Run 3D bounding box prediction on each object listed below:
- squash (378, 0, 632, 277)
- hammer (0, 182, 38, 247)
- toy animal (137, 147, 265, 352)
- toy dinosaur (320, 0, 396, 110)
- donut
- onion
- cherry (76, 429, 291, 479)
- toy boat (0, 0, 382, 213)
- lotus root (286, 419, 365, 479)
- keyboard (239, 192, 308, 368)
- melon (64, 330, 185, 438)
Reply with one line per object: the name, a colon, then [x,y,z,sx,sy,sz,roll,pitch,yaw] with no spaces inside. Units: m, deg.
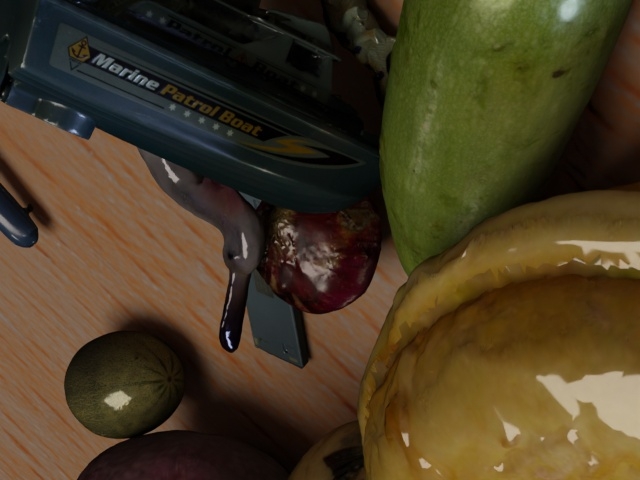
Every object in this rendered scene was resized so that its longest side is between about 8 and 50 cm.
squash: [0.091,-0.073,0.860,0.118,0.118,0.370,34,144,15]
hammer: [-0.321,-0.068,1.293,0.194,0.069,0.116,49,141,-11]
toy animal: [-0.109,-0.103,1.026,0.324,0.090,0.195,51,136,18]
toy dinosaur: [0.024,-0.143,0.922,0.058,0.037,0.180,-12,115,43]
donut: [0.227,0.154,0.849,0.449,0.198,0.448,19,135,20]
onion: [0.000,0.000,1.033,0.107,0.097,0.107,3,95,46]
cherry: [-0.114,0.256,1.268,0.213,0.266,0.183,11,92,10]
toy boat: [-0.063,-0.099,0.912,0.296,0.122,0.114,20,-175,-27]
lotus root: [0.050,0.250,1.147,0.183,0.183,0.310,35,153,14]
keyboard: [-0.044,0.026,1.154,0.055,0.014,0.176,18,134,32]
melon: [-0.176,0.130,1.304,0.131,0.098,0.098,-10,116,52]
